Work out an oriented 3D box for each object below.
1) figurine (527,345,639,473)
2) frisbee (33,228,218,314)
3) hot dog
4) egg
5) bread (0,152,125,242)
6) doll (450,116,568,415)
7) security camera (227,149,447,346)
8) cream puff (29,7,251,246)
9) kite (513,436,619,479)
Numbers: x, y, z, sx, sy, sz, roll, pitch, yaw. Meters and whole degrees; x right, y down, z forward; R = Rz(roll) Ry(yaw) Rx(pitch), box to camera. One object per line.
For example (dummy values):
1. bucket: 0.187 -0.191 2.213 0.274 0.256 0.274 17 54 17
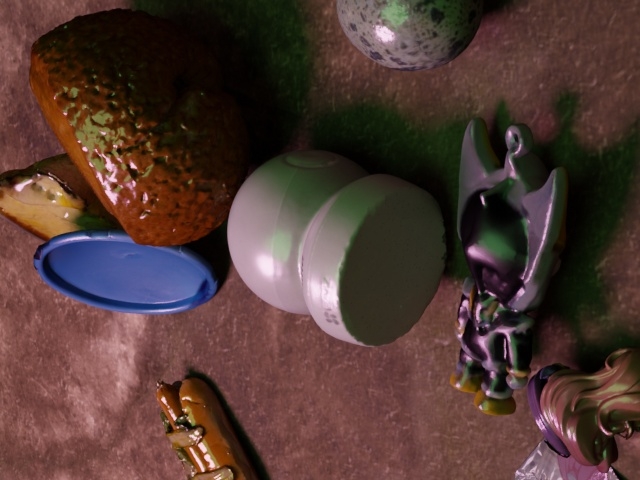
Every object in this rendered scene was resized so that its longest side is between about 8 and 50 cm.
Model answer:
1. figurine: 0.288 0.169 1.506 0.157 0.114 0.126 -22 104 48
2. frisbee: -0.251 0.032 1.936 0.242 0.242 0.045 -26 50 49
3. hot dog: -0.152 0.306 2.061 0.109 0.072 0.269 -28 92 47
4. egg: 0.085 -0.235 1.476 0.172 0.132 0.132 17 123 53
5. bread: -0.312 -0.064 1.972 0.252 0.133 0.174 33 152 -34
6. doll: 0.190 0.031 1.525 0.145 0.103 0.316 -101 16 -65
7. security camera: 0.000 0.000 1.653 0.236 0.194 0.194 19 124 41
8. cream puff: -0.199 -0.140 1.745 0.303 0.212 0.303 58 172 13
9. kite: 0.350 0.361 1.620 0.360 0.022 0.204 40 134 29
